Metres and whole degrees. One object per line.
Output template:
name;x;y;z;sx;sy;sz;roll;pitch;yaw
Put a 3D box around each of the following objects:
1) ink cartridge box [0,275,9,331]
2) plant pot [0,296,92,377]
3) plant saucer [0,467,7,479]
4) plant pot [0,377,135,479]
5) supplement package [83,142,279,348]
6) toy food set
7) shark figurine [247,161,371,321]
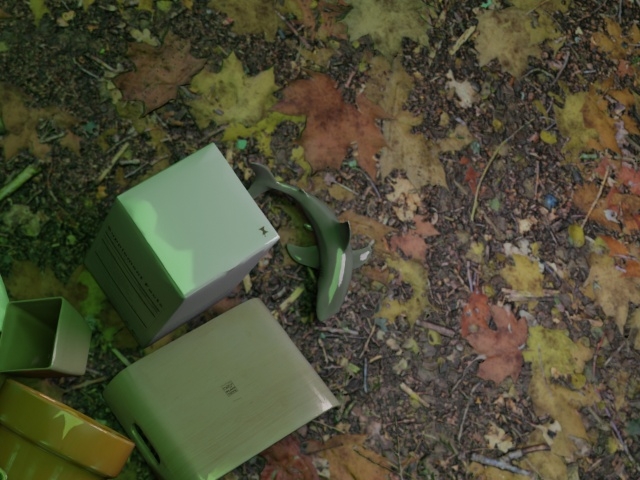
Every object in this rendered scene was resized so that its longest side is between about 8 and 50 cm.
ink cartridge box;-0.626;0.074;1.770;0.353;0.119;0.207;-18;78;-25
plant pot;-0.399;0.152;1.826;0.096;0.109;0.109;37;53;-54
plant saucer;-0.536;0.318;1.598;0.188;0.045;0.188;41;68;1
plant pot;-0.393;0.322;1.735;0.205;0.205;0.188;29;79;-8
supplement package;-0.214;0.013;1.844;0.177;0.293;0.175;-32;84;-27
toy food set;-0.148;0.245;1.911;0.306;0.092;0.220;-29;71;-27
shark figurine;0.001;-0.027;2.040;0.166;0.116;0.278;-29;85;-27
